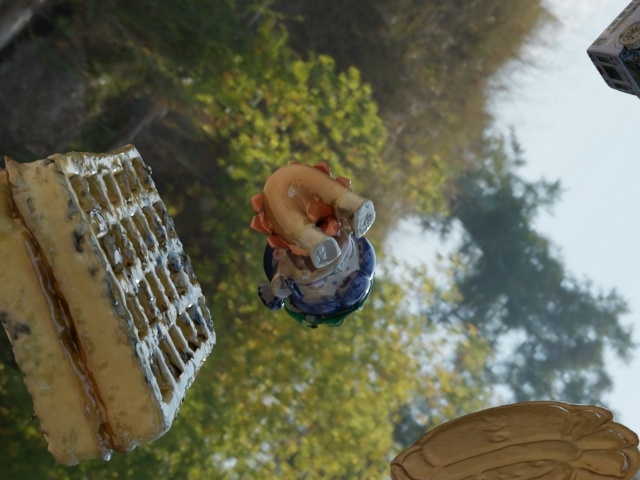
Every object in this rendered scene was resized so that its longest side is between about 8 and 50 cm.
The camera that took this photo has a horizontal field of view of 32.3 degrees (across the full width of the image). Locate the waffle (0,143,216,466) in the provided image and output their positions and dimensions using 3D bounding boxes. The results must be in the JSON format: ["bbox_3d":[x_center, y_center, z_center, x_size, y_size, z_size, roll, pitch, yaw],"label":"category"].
[{"bbox_3d":[-0.209,0.036,1.050,0.114,0.260,0.376,-23,-174,4],"label":"waffle"}]

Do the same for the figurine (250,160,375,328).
[{"bbox_3d":[0.000,0.000,0.921,0.111,0.102,0.195,-38,154,-15],"label":"figurine"}]

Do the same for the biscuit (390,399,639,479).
[{"bbox_3d":[0.261,0.298,1.453,0.312,0.057,0.351,-18,-164,-7],"label":"biscuit"}]

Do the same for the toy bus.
[{"bbox_3d":[0.344,-0.221,1.086,0.167,0.073,0.076,-46,-151,-7],"label":"toy bus"}]
